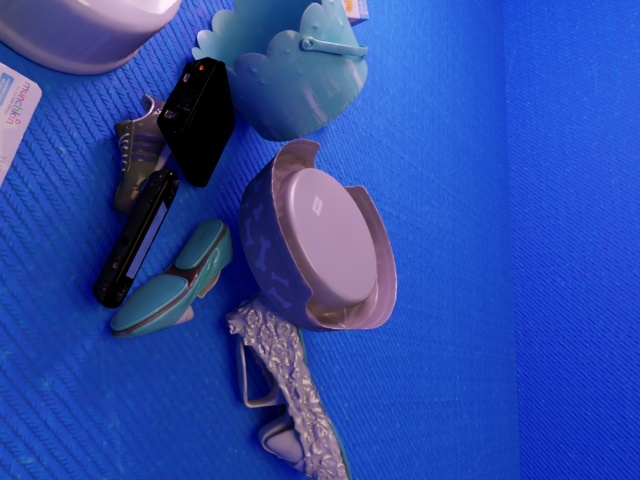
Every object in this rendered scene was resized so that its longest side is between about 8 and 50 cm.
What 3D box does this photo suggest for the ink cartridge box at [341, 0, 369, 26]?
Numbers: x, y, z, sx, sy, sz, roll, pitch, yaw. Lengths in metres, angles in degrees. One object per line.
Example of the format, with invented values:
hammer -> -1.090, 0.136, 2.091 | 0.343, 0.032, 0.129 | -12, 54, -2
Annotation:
ink cartridge box -> 0.014, -0.491, 0.984 | 0.181, 0.062, 0.104 | -22, 104, -44

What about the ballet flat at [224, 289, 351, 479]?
ballet flat -> -0.068, 0.283, 0.869 | 0.147, 0.147, 0.408 | -28, 103, -51

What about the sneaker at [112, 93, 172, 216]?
sneaker -> -0.269, -0.133, 0.717 | 0.086, 0.064, 0.192 | 37, 60, -25

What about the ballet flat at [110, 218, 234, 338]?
ballet flat -> -0.205, 0.072, 0.744 | 0.247, 0.083, 0.087 | -56, 141, -39

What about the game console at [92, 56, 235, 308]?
game console -> -0.215, -0.072, 0.701 | 0.213, 0.044, 0.361 | 109, 3, -77

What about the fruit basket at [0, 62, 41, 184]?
fruit basket -> -0.462, -0.065, 0.407 | 0.327, 0.165, 0.353 | 28, 78, -46

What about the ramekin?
ramekin -> -0.312, -0.371, 0.633 | 0.277, 0.135, 0.277 | 12, 75, -51

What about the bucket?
bucket -> -0.061, -0.321, 0.851 | 0.183, 0.281, 0.281 | 51, 47, -42

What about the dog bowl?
dog bowl -> 0.000, 0.000, 0.863 | 0.349, 0.102, 0.348 | 37, 40, -39
